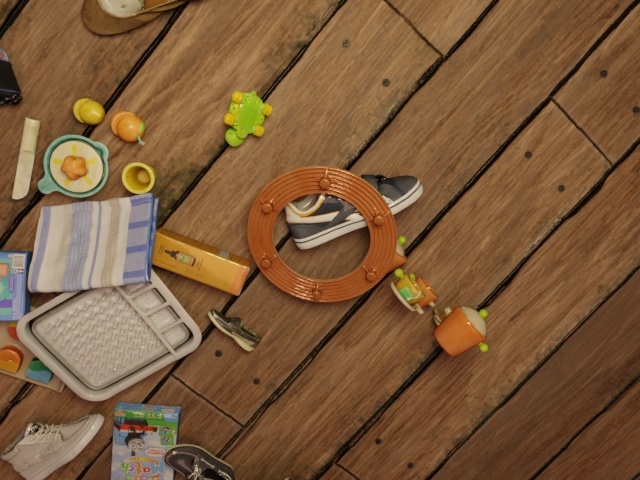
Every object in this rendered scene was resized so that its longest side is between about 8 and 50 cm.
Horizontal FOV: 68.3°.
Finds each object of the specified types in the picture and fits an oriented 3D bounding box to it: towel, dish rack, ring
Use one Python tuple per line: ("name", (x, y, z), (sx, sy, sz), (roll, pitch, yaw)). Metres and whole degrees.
("towel", (-0.492, 0.004, 1.020), (0.285, 0.034, 0.209), (-5, 70, 10))
("dish rack", (-0.480, 0.202, 1.103), (0.332, 0.072, 0.286), (-30, 116, 1))
("ring", (0.000, 0.000, 1.040), (0.336, 0.032, 0.337), (3, 118, 5))

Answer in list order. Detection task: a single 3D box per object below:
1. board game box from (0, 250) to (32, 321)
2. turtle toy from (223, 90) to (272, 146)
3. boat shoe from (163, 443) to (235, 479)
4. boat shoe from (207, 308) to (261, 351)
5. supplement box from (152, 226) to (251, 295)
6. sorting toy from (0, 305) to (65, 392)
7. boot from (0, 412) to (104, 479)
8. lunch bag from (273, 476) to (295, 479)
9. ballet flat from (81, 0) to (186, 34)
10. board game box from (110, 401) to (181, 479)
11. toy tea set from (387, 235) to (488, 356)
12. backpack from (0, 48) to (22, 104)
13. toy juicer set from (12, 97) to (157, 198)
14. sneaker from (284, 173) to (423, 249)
("board game box", (-0.771, 0.100, 1.056), (0.210, 0.047, 0.160), (3, 89, -16))
("turtle toy", (-0.171, -0.268, 1.041), (0.095, 0.066, 0.130), (17, 105, -32))
("boat shoe", (-0.308, 0.590, 1.217), (0.206, 0.065, 0.075), (34, 92, -23))
("boat shoe", (-0.211, 0.212, 1.162), (0.049, 0.056, 0.152), (-45, 112, 1))
("supplement box", (-0.284, 0.047, 1.103), (0.233, 0.080, 0.078), (22, 100, -11))
("sorting toy", (-0.695, 0.258, 1.140), (0.208, 0.038, 0.193), (26, 100, -10))
("boot", (-0.669, 0.492, 1.166), (0.258, 0.095, 0.123), (-39, 110, 6))
("lunch bag", (-0.170, 0.730, 1.177), (0.305, 0.213, 0.256), (-14, 125, 0))
("ballet flat", (-0.333, -0.512, 0.942), (0.342, 0.124, 0.116), (-17, 104, 0))
("board game box", (-0.452, 0.527, 1.222), (0.160, 0.039, 0.212), (7, 104, -6))
("toy tea set", (0.266, 0.118, 1.103), (0.124, 0.200, 0.336), (-42, 98, 14))
("backpack", (-0.731, -0.320, 0.947), (0.173, 0.158, 0.117), (-13, 96, 11))
("toy juicer set", (-0.532, -0.197, 1.019), (0.328, 0.089, 0.209), (-4, 104, -3))
("sneaker", (0.069, -0.097, 1.071), (0.321, 0.126, 0.127), (-24, 110, 3))
